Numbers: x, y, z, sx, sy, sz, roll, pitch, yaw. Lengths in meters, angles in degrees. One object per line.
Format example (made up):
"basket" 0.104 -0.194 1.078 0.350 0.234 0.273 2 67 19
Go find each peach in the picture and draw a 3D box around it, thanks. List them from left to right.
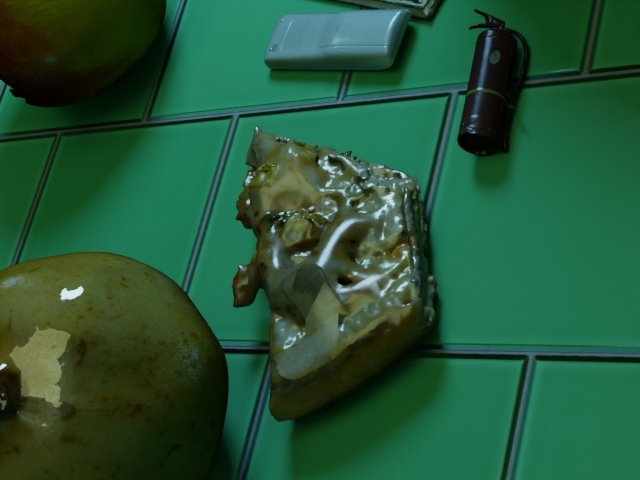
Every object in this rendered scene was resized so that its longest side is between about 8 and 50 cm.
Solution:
"peach" -0.276 -0.259 1.473 0.231 0.231 0.231 -18 55 27

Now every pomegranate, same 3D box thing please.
"pomegranate" -0.202 0.134 1.147 0.264 0.264 0.264 -18 55 27

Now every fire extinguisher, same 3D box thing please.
"fire extinguisher" 0.147 -0.139 1.200 0.056 0.039 0.132 11 67 5

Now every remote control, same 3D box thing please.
"remote control" 0.013 -0.195 1.338 0.162 0.029 0.061 5 66 39

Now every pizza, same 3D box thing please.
"pizza" 0.000 0.000 1.203 0.189 0.071 0.297 -28 50 21

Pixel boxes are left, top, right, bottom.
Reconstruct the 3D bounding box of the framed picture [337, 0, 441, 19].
"framed picture" 0.056 -0.331 1.398 0.274 0.017 0.217 18 75 42
